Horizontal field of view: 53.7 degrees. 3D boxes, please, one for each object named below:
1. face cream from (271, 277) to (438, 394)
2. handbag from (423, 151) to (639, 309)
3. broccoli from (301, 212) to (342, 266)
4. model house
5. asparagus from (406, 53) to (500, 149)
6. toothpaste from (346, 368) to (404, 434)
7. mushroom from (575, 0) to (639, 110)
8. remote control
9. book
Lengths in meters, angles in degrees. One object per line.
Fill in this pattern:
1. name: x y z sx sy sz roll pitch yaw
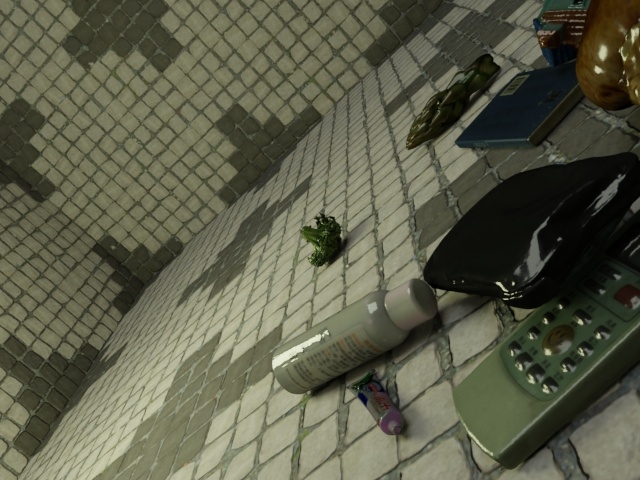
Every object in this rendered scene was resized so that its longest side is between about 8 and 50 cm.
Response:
1. face cream: 0.045 0.132 0.872 0.269 0.082 0.082 -35 18 34
2. handbag: 0.225 -0.008 0.715 0.191 0.075 0.332 -45 6 -5
3. broccoli: 0.000 0.000 1.327 0.095 0.092 0.097 -86 14 -69
4. model house: 0.414 -0.339 1.030 0.148 0.119 0.149 16 58 39
5. asparagus: 0.288 -0.308 1.394 0.287 0.080 0.080 -45 15 3
6. toothpaste: 0.068 0.193 0.756 0.045 0.028 0.170 -35 11 -5
7. mushroom: 0.397 -0.240 0.684 0.263 0.195 0.283 -31 21 40
8. remote control: 0.239 0.079 0.571 0.285 0.038 0.123 -44 16 8
9. book: 0.359 -0.235 1.106 0.191 0.025 0.269 -47 15 -4
